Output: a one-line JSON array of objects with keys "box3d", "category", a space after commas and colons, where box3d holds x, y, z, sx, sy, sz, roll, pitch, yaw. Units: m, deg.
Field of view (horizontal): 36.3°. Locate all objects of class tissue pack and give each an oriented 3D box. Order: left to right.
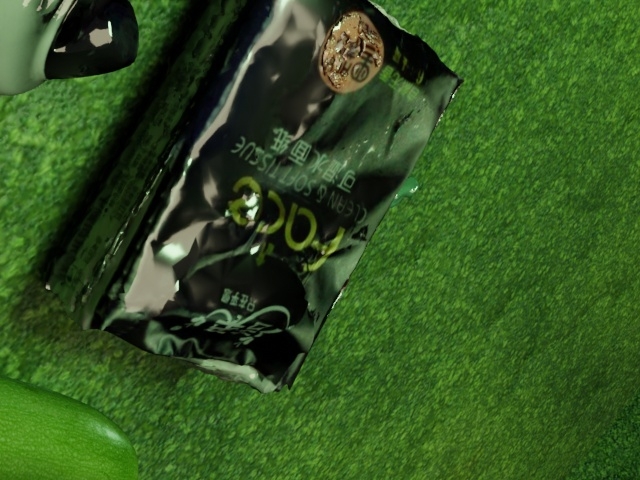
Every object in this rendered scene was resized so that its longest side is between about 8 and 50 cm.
[{"box3d": [-0.040, -0.046, 0.787, 0.245, 0.123, 0.332, 28, 92, -43], "category": "tissue pack"}]

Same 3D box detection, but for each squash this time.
[{"box3d": [-0.250, 0.146, 0.704, 0.107, 0.107, 0.395, -56, 146, -3], "category": "squash"}]

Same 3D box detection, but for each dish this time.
[{"box3d": [-0.143, -0.133, 0.586, 0.141, 0.078, 0.141, -58, -176, 6], "category": "dish"}]

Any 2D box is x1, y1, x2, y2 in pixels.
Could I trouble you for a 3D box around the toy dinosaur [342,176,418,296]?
[{"box3d": [0.013, -0.001, 0.956, 0.120, 0.079, 0.292, -3, 116, -45], "category": "toy dinosaur"}]
